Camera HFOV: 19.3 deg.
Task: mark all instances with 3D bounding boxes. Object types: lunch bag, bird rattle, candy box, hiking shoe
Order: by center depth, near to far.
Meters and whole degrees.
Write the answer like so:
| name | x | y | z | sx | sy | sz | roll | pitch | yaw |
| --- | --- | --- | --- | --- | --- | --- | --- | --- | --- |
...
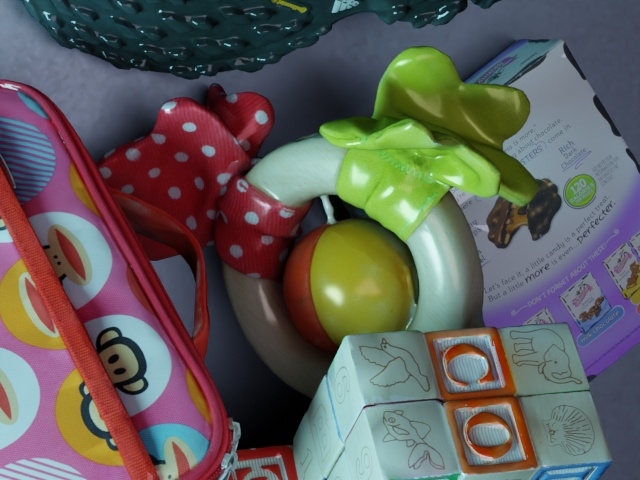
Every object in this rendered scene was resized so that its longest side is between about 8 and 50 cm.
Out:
| name | x | y | z | sx | sy | sz | roll | pitch | yaw |
| --- | --- | --- | --- | --- | --- | --- | --- | --- | --- |
| lunch bag | -0.177 | 0.061 | 1.017 | 0.258 | 0.120 | 0.293 | -23 | 63 | -17 |
| bird rattle | 0.000 | 0.000 | 1.078 | 0.253 | 0.143 | 0.207 | -13 | 96 | 25 |
| hiking shoe | -0.030 | -0.184 | 1.129 | 0.304 | 0.113 | 0.132 | -8 | 55 | -4 |
| candy box | 0.128 | -0.005 | 1.207 | 0.165 | 0.070 | 0.196 | -37 | 106 | -11 |

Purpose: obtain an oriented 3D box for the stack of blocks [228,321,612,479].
| name | x | y | z | sx | sy | sz | roll | pitch | yaw |
| --- | --- | --- | --- | --- | --- | --- | --- | --- | --- |
| stack of blocks | 0.027 | 0.160 | 1.077 | 0.171 | 0.297 | 0.087 | -3 | 59 | -19 |
